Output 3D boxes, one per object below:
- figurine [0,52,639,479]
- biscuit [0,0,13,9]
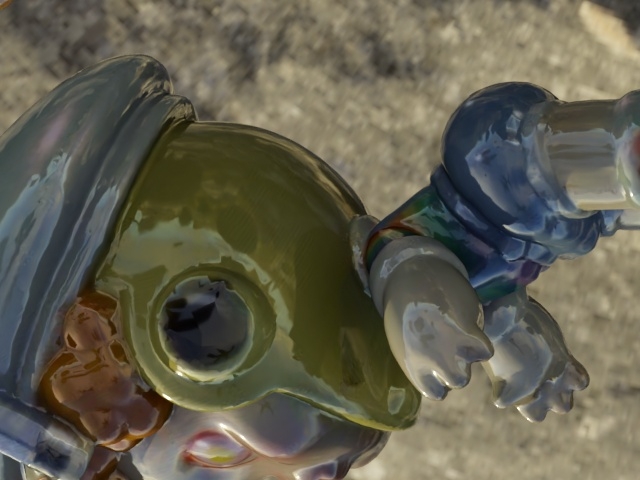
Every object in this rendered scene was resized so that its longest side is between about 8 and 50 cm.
[{"bbox_3d":[0.013,0.002,0.831,0.381,0.224,0.205,-14,80,6],"label":"figurine"},{"bbox_3d":[-0.223,-0.084,0.427,0.301,0.043,0.278,-26,150,21],"label":"biscuit"}]
